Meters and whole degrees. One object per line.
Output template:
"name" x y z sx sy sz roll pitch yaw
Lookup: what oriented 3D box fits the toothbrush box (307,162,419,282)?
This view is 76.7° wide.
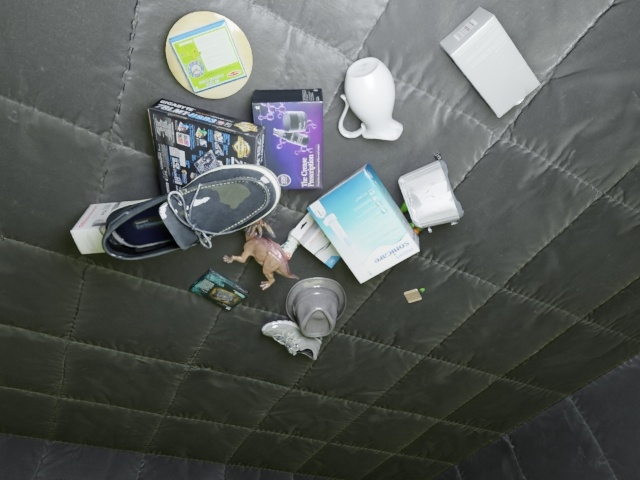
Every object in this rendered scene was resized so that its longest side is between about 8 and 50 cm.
"toothbrush box" 0.137 -0.052 1.247 0.216 0.126 0.295 -33 99 21

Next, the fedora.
"fedora" -0.015 0.286 1.590 0.243 0.124 0.275 5 130 -9

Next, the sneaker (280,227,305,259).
"sneaker" -0.103 0.027 1.397 0.057 0.075 0.161 28 123 -25

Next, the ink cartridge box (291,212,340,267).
"ink cartridge box" 0.000 0.000 1.368 0.180 0.060 0.104 40 91 -31

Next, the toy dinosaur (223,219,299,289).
"toy dinosaur" -0.172 0.032 1.306 0.295 0.127 0.200 41 126 -7

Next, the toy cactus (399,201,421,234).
"toy cactus" 0.250 -0.033 1.369 0.180 0.112 0.219 3 139 6

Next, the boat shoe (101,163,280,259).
"boat shoe" -0.341 -0.061 1.058 0.500 0.156 0.187 -15 120 7

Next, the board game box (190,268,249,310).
"board game box" -0.384 0.192 1.547 0.126 0.026 0.186 -38 123 24

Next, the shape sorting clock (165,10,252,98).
"shape sorting clock" -0.273 -0.453 1.001 0.206 0.040 0.206 -5 130 -6

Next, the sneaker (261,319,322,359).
"sneaker" -0.115 0.416 1.685 0.281 0.115 0.105 22 140 -21

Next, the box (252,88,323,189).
"box" -0.085 -0.276 1.129 0.184 0.103 0.261 -1 130 0

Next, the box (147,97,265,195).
"box" -0.307 -0.209 1.119 0.293 0.073 0.296 15 134 4

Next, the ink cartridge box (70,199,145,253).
"ink cartridge box" -0.613 -0.045 1.241 0.217 0.159 0.092 -6 126 0

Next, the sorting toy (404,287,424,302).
"sorting toy" 0.386 0.219 1.638 0.083 0.012 0.062 -21 124 17

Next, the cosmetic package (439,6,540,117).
"cosmetic package" 0.431 -0.446 1.026 0.127 0.107 0.238 -38 126 25

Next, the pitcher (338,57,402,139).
"pitcher" 0.114 -0.360 1.070 0.177 0.126 0.207 -5 143 20

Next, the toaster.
"toaster" 0.328 -0.141 1.225 0.146 0.129 0.227 -20 88 13
